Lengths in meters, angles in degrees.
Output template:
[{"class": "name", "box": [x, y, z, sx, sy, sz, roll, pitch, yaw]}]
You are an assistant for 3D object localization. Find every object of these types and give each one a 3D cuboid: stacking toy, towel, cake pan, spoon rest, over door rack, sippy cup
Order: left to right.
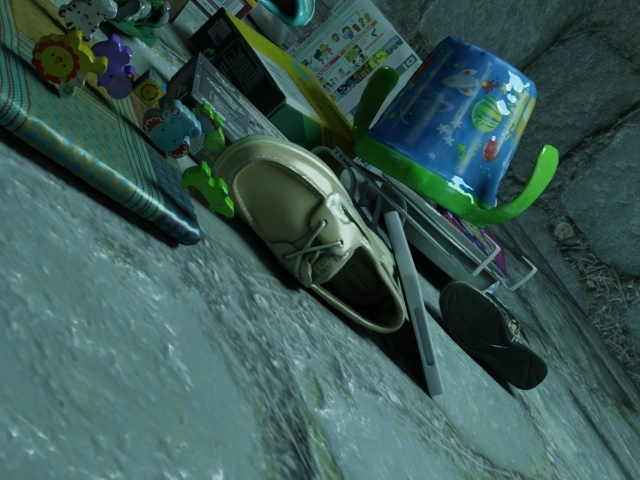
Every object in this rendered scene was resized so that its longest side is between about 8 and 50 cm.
[{"class": "towel", "box": [-0.261, -0.161, 0.826, 0.370, 0.040, 0.271, 39, 19, -41]}, {"class": "stacking toy", "box": [-0.164, -0.127, 0.876, 0.221, 0.052, 0.167, 46, 16, -27]}, {"class": "spoon rest", "box": [-0.154, -0.540, 2.059, 0.276, 0.084, 0.137, 65, 18, 8]}, {"class": "over door rack", "box": [0.139, -0.013, 1.427, 0.324, 0.108, 0.239, 33, 7, 26]}, {"class": "cake pan", "box": [0.206, -0.009, 1.700, 0.293, 0.054, 0.293, 40, 10, -8]}, {"class": "sippy cup", "box": [0.199, -0.168, 1.412, 0.305, 0.224, 0.240, 31, 6, 3]}]

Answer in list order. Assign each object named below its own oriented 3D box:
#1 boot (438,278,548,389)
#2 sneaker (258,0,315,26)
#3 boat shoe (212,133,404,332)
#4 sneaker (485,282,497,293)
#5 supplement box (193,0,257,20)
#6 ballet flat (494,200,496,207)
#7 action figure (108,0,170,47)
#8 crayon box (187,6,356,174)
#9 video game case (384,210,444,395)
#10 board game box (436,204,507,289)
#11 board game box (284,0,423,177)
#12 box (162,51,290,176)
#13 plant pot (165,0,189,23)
[{"class": "boot", "box": [0.260, 0.126, 1.554, 0.236, 0.085, 0.178, 44, 11, -20]}, {"class": "sneaker", "box": [-0.109, -0.487, 1.656, 0.275, 0.107, 0.110, 45, 25, -15]}, {"class": "boat shoe", "box": [0.000, 0.000, 1.050, 0.302, 0.109, 0.098, 46, 13, -38]}, {"class": "sneaker", "box": [0.310, 0.085, 1.865, 0.053, 0.059, 0.144, 18, -2, 1]}, {"class": "supplement box", "box": [-0.177, -0.459, 1.736, 0.104, 0.081, 0.188, 44, 16, -20]}, {"class": "ballet flat", "box": [0.289, -0.118, 2.129, 0.248, 0.086, 0.086, 31, 6, 25]}, {"class": "action figure", "box": [-0.238, -0.307, 1.223, 0.137, 0.063, 0.232, 44, 12, -8]}, {"class": "crayon box", "box": [-0.051, -0.215, 1.489, 0.202, 0.081, 0.318, 56, 17, 25]}, {"class": "video game case", "box": [0.119, 0.076, 1.213, 0.190, 0.022, 0.173, -98, 173, -65]}, {"class": "board game box", "box": [0.356, -0.010, 2.243, 0.208, 0.056, 0.347, 52, 14, -4]}, {"class": "board game box", "box": [0.089, -0.301, 1.837, 0.303, 0.224, 0.097, 53, 16, 13]}, {"class": "box", "box": [-0.089, -0.109, 1.156, 0.231, 0.056, 0.183, 44, 15, -22]}, {"class": "plant pot", "box": [-0.212, -0.473, 1.370, 0.215, 0.230, 0.215, 45, 15, -16]}]
